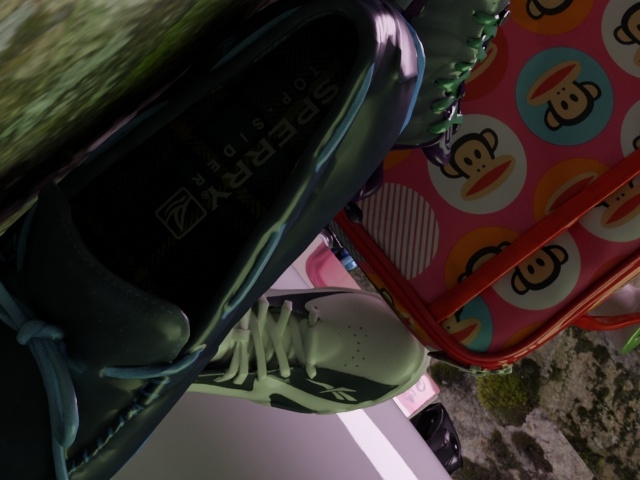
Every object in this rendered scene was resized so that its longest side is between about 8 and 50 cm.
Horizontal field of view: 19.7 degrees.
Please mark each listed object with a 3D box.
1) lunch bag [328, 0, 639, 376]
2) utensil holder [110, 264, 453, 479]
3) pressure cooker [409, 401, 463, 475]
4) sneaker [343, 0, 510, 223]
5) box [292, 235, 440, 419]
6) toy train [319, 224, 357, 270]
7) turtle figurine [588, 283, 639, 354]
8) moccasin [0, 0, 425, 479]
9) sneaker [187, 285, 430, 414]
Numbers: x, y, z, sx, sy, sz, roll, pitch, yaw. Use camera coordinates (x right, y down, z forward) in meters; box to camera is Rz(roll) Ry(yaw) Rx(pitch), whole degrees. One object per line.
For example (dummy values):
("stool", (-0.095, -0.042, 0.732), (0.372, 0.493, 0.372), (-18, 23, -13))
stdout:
("lunch bag", (0.152, -0.052, 1.219), (0.293, 0.258, 0.120), (-37, 177, -5))
("utensil holder", (-0.071, 0.219, 1.516), (0.327, 0.385, 0.327), (-36, 176, -3))
("pressure cooker", (-0.058, 0.286, 1.987), (0.420, 0.375, 0.370), (-17, -134, 40))
("sneaker", (0.072, -0.105, 1.055), (0.224, 0.098, 0.083), (-39, 176, 31))
("box", (-0.027, 0.109, 1.742), (0.127, 0.232, 0.148), (-34, 175, -44))
("toy train", (0.000, 0.000, 1.914), (0.105, 0.080, 0.184), (-29, -179, 18))
("turtle figurine", (0.184, -0.062, 1.388), (0.198, 0.266, 0.275), (-56, 158, 18))
("moccasin", (-0.098, 0.006, 0.832), (0.342, 0.138, 0.117), (-51, 172, 1))
("sneaker", (-0.053, 0.067, 1.246), (0.153, 0.235, 0.094), (11, 90, -70))
